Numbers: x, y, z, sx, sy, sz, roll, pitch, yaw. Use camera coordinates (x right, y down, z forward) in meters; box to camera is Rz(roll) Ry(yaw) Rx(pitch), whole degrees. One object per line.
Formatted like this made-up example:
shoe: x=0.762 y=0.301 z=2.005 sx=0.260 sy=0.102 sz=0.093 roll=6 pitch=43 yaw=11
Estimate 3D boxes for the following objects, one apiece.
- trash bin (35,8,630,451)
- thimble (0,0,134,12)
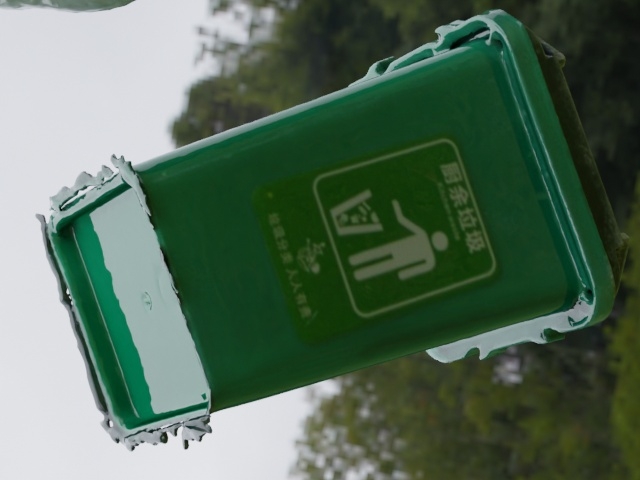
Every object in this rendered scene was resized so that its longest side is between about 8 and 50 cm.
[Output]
trash bin: x=0.000 y=0.000 z=1.355 sx=0.381 sy=0.295 sz=0.259 roll=-17 pitch=-93 yaw=-30
thimble: x=-0.102 y=-0.200 z=0.607 sx=0.150 sy=0.237 sz=0.237 roll=95 pitch=-166 yaw=-52
